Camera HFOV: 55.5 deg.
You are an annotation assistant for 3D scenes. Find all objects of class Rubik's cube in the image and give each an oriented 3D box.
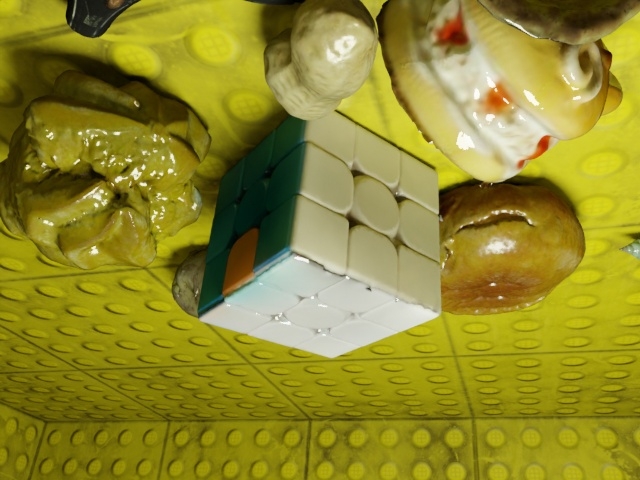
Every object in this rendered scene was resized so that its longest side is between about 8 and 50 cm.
[{"bbox_3d":[0.000,0.000,1.019,0.291,0.291,0.290,24,143,-29],"label":"Rubik's cube"}]

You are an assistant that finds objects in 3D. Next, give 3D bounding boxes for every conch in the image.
[{"bbox_3d":[0.658,0.026,1.191,0.180,0.065,0.088,6,148,-13],"label":"conch"}]

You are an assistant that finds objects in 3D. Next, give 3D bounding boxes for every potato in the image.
[{"bbox_3d":[-0.210,0.092,1.340,0.262,0.164,0.165,-10,146,29],"label":"potato"}]

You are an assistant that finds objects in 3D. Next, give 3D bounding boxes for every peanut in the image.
[{"bbox_3d":[-0.005,-0.228,0.758,0.125,0.111,0.274,28,170,-11],"label":"peanut"}]

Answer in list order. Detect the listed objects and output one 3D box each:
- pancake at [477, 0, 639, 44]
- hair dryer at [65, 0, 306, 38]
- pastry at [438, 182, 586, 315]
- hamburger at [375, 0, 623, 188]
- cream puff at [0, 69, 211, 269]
[{"bbox_3d":[0.217,-0.303,0.562,0.250,0.250,0.031,10,174,-8],"label":"pancake"},{"bbox_3d":[-0.132,-0.296,0.740,0.360,0.120,0.304,4,170,-26],"label":"hair dryer"},{"bbox_3d":[0.320,0.028,1.151,0.356,0.163,0.356,3,146,2],"label":"pastry"},{"bbox_3d":[0.225,-0.204,0.693,0.186,0.260,0.303,-27,141,34],"label":"hamburger"},{"bbox_3d":[-0.341,-0.097,0.930,0.324,0.274,0.270,8,158,-11],"label":"cream puff"}]
